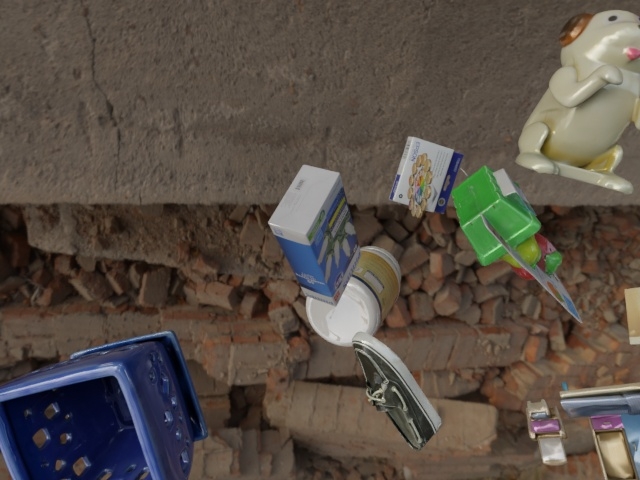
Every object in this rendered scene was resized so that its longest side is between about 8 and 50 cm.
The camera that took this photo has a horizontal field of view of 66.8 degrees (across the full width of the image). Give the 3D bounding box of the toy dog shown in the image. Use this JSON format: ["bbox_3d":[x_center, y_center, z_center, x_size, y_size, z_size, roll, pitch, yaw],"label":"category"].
[{"bbox_3d":[0.696,-0.364,1.240,0.284,0.395,0.408,17,109,5],"label":"toy dog"}]

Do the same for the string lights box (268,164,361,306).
[{"bbox_3d":[0.000,0.000,0.896,0.133,0.076,0.260,-62,153,-25],"label":"string lights box"}]

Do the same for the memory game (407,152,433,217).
[{"bbox_3d":[0.281,-0.157,1.383,0.012,0.186,0.186,4,118,-8],"label":"memory game"}]

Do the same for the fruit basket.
[{"bbox_3d":[0.483,-0.011,1.165,0.353,0.327,0.165,35,119,-14],"label":"fruit basket"}]

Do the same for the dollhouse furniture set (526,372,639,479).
[{"bbox_3d":[0.558,0.400,0.965,0.286,0.198,0.303,-16,146,24],"label":"dollhouse furniture set"}]

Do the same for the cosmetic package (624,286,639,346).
[{"bbox_3d":[0.657,0.157,0.986,0.060,0.115,0.041,19,158,-31],"label":"cosmetic package"}]

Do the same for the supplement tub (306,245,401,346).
[{"bbox_3d":[0.116,0.158,1.499,0.228,0.316,0.229,9,113,23],"label":"supplement tub"}]

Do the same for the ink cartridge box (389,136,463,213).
[{"bbox_3d":[0.366,-0.213,1.634,0.223,0.045,0.224,12,100,-19],"label":"ink cartridge box"}]

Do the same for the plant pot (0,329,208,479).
[{"bbox_3d":[-0.322,0.278,0.767,0.235,0.212,0.236,-15,97,11],"label":"plant pot"}]

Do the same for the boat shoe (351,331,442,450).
[{"bbox_3d":[0.117,0.251,0.807,0.070,0.077,0.219,-40,94,-28],"label":"boat shoe"}]
